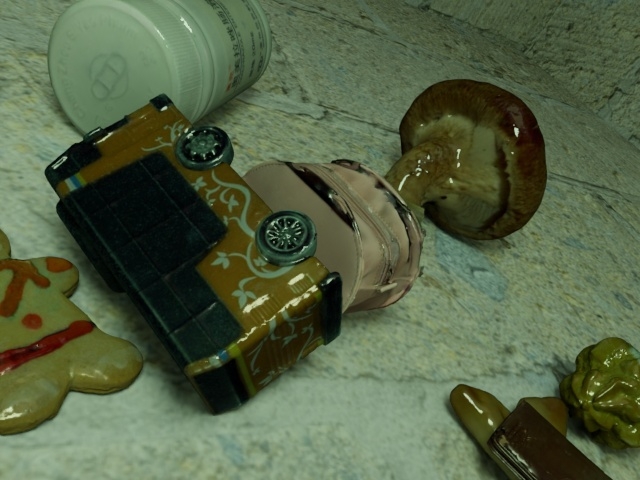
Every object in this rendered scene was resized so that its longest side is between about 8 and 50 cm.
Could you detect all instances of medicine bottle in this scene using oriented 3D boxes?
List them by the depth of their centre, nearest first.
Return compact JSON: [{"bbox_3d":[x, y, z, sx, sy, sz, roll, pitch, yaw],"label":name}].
[{"bbox_3d":[-0.211,-0.265,0.835,0.190,0.190,0.332,30,32,0],"label":"medicine bottle"}]

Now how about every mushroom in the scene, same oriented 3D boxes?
[{"bbox_3d":[0.234,-0.122,0.940,0.267,0.267,0.254,30,32,1],"label":"mushroom"}]

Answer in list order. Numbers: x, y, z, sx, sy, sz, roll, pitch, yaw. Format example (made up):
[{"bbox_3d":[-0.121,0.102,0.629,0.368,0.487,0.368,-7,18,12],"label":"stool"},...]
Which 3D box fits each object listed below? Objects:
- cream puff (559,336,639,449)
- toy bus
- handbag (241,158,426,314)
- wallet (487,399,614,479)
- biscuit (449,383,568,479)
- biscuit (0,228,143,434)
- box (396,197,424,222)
[{"bbox_3d":[0.355,0.196,0.724,0.116,0.146,0.146,-20,45,-1],"label":"cream puff"},{"bbox_3d":[-0.120,0.007,0.548,0.167,0.138,0.275,-35,65,-18],"label":"toy bus"},{"bbox_3d":[0.001,0.000,0.658,0.205,0.179,0.116,46,29,23],"label":"handbag"},{"bbox_3d":[0.252,0.240,0.571,0.176,0.026,0.095,44,39,23],"label":"wallet"},{"bbox_3d":[0.230,0.249,0.608,0.164,0.047,0.208,15,35,-23],"label":"biscuit"},{"bbox_3d":[-0.272,0.056,0.500,0.234,0.030,0.153,44,33,20],"label":"biscuit"},{"bbox_3d":[0.101,-0.026,0.854,0.083,0.079,0.035,27,31,-5],"label":"box"}]
